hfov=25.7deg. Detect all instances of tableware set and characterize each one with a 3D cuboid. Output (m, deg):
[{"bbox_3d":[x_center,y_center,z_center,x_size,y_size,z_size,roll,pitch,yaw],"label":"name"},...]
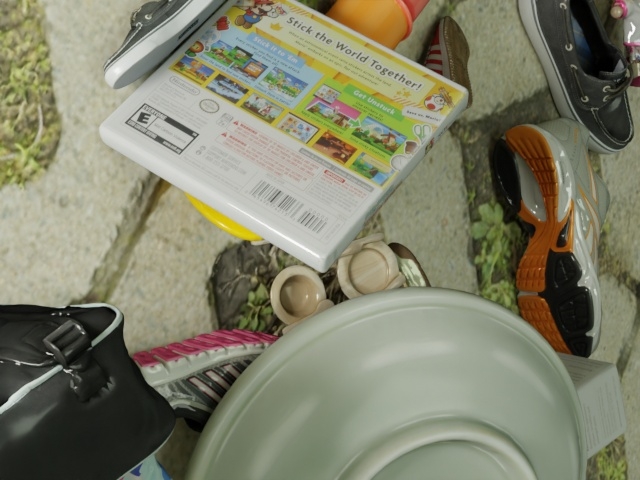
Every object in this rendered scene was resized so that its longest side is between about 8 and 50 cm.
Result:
[{"bbox_3d":[0.000,0.000,1.263,0.141,0.020,0.168,-23,97,-27],"label":"tableware set"}]

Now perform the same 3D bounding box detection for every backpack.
[{"bbox_3d":[-0.240,0.144,0.949,0.225,0.253,0.191,-39,121,-35],"label":"backpack"}]

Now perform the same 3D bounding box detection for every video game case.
[{"bbox_3d":[-0.029,-0.101,1.142,0.206,0.227,0.026,-49,157,-26],"label":"video game case"}]

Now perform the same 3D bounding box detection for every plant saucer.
[{"bbox_3d":[0.078,0.242,1.208,0.400,0.100,0.400,-7,108,-21],"label":"plant saucer"}]

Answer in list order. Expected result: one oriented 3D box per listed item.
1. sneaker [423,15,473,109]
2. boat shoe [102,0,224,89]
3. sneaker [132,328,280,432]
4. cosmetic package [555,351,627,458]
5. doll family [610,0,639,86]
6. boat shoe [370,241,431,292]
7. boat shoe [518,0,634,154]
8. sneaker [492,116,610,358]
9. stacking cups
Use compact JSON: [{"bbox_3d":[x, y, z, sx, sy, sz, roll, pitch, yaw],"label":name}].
[{"bbox_3d":[0.110,-0.162,1.363,0.042,0.067,0.118,32,43,-35],"label":"sneaker"},{"bbox_3d":[-0.133,-0.178,1.152,0.040,0.049,0.142,43,64,3],"label":"boat shoe"},{"bbox_3d":[-0.095,0.123,1.194,0.170,0.063,0.074,-12,103,-36],"label":"sneaker"},{"bbox_3d":[0.191,0.195,1.404,0.231,0.117,0.085,-28,112,-34],"label":"cosmetic package"},{"bbox_3d":[0.411,-0.277,1.574,0.263,0.118,0.163,-13,109,-20],"label":"doll family"},{"bbox_3d":[0.086,0.098,1.349,0.072,0.068,0.190,-34,104,-20],"label":"boat shoe"},{"bbox_3d":[0.290,-0.185,1.483,0.080,0.076,0.228,-45,120,-29],"label":"boat shoe"},{"bbox_3d":[0.268,-0.006,1.470,0.121,0.099,0.262,-25,110,-41],"label":"sneaker"},{"bbox_3d":[0.008,-0.139,1.236,0.316,0.096,0.096,-50,122,-26],"label":"stacking cups"}]
